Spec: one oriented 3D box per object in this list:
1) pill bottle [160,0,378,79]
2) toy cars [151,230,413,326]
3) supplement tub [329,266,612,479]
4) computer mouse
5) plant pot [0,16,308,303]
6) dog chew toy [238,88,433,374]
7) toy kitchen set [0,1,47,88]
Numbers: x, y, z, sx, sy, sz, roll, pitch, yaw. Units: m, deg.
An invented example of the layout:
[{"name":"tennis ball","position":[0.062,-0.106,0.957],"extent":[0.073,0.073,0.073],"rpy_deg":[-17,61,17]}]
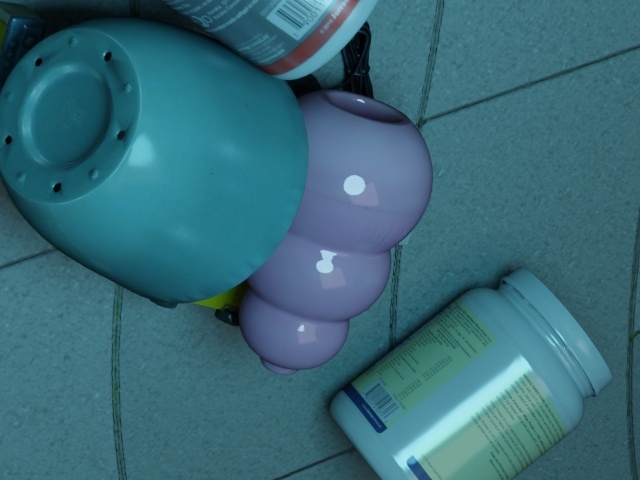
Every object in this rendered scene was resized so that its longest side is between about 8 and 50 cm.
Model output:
[{"name":"pill bottle","position":[-0.118,-0.336,1.810],"extent":[0.363,0.210,0.210],"rpy_deg":[33,101,-24]},{"name":"toy cars","position":[-0.056,-0.015,2.202],"extent":[0.394,0.087,0.176],"rpy_deg":[-27,119,-19]},{"name":"supplement tub","position":[0.201,0.211,2.415],"extent":[0.325,0.235,0.235],"rpy_deg":[-38,133,-4]},{"name":"computer mouse","position":[-0.042,-0.174,2.113],"extent":[0.262,0.060,0.184],"rpy_deg":[-17,129,-22]},{"name":"plant pot","position":[-0.197,-0.098,1.873],"extent":[0.293,0.293,0.235],"rpy_deg":[-52,149,9]},{"name":"dog chew toy","position":[0.000,0.000,2.073],"extent":[0.207,0.206,0.331],"rpy_deg":[6,111,-35]},{"name":"toy kitchen set","position":[-0.367,-0.235,1.826],"extent":[0.207,0.122,0.166],"rpy_deg":[4,119,-33]}]
